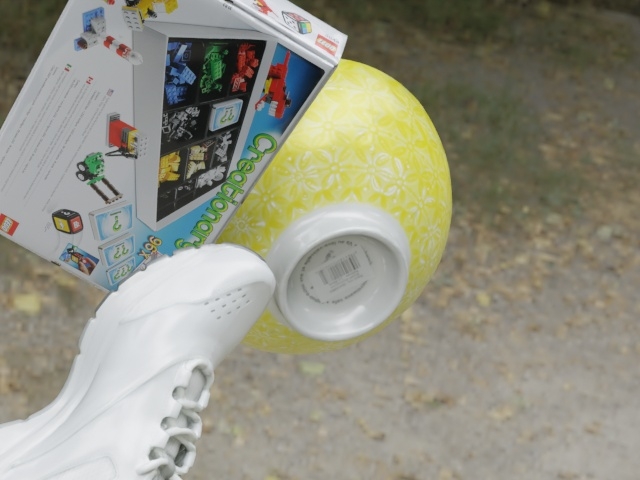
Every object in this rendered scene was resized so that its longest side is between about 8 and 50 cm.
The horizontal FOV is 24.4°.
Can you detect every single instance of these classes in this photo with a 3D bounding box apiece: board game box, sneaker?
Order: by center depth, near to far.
[{"bbox_3d":[-0.126,0.130,0.992,0.129,0.111,0.297,34,79,37],"label":"sneaker"},{"bbox_3d":[-0.138,-0.088,1.160,0.193,0.305,0.053,30,36,-10],"label":"board game box"}]

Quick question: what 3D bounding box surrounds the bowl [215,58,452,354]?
[{"bbox_3d":[0.000,0.000,1.309,0.290,0.289,0.156,0,31,-20],"label":"bowl"}]
